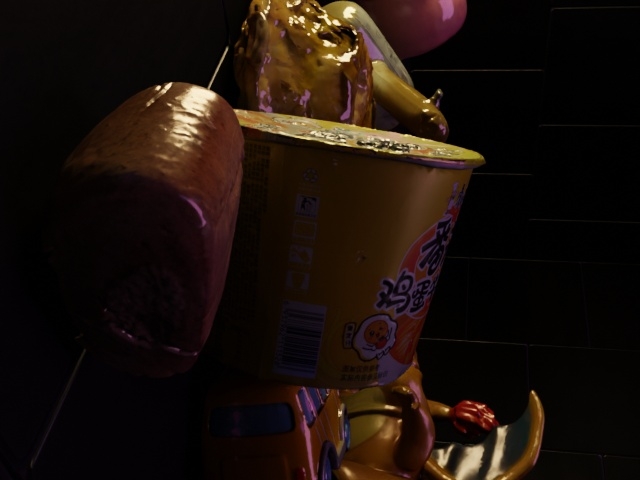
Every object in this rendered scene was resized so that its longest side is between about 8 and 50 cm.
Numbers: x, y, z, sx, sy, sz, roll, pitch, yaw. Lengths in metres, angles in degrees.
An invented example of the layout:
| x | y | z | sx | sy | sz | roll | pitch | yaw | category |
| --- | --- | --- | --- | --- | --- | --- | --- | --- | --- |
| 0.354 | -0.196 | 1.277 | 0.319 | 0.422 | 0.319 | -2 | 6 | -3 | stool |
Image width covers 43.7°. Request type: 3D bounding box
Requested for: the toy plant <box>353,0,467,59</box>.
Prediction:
| x | y | z | sx | sy | sz | roll | pitch | yaw | category |
| --- | --- | --- | --- | --- | --- | --- | --- | --- | --- |
| 0.111 | -0.478 | 1.315 | 0.317 | 0.211 | 0.356 | -74 | 150 | -47 | toy plant |

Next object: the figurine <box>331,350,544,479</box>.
| x | y | z | sx | sy | sz | roll | pitch | yaw | category |
| --- | --- | --- | --- | --- | --- | --- | --- | --- | --- |
| 0.110 | 0.340 | 1.106 | 0.268 | 0.401 | 0.387 | 53 | 30 | -42 | figurine |

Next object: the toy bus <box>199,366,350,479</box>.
| x | y | z | sx | sy | sz | roll | pitch | yaw | category |
| --- | --- | --- | --- | --- | --- | --- | --- | --- | --- |
| -0.045 | 0.177 | 0.816 | 0.209 | 0.126 | 0.136 | -36 | 118 | -77 | toy bus |

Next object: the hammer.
| x | y | z | sx | sy | sz | roll | pitch | yaw | category |
| --- | --- | --- | --- | --- | --- | --- | --- | --- | --- |
| 0.089 | -0.204 | 1.071 | 0.202 | 0.113 | 0.305 | 44 | 5 | -34 | hammer |

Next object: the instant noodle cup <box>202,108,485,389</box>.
| x | y | z | sx | sy | sz | roll | pitch | yaw | category |
| --- | --- | --- | --- | --- | --- | --- | --- | --- | --- |
| 0.000 | 0.000 | 0.702 | 0.264 | 0.264 | 0.200 | -43 | 142 | -75 | instant noodle cup |

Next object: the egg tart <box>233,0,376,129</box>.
| x | y | z | sx | sy | sz | roll | pitch | yaw | category |
| --- | --- | --- | --- | --- | --- | --- | --- | --- | --- |
| -0.008 | -0.144 | 0.939 | 0.341 | 0.129 | 0.341 | 4 | 90 | -79 | egg tart |

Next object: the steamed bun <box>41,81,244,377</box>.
| x | y | z | sx | sy | sz | roll | pitch | yaw | category |
| --- | --- | --- | --- | --- | --- | --- | --- | --- | --- |
| -0.107 | -0.009 | 0.507 | 0.145 | 0.106 | 0.175 | -84 | -176 | -48 | steamed bun |
